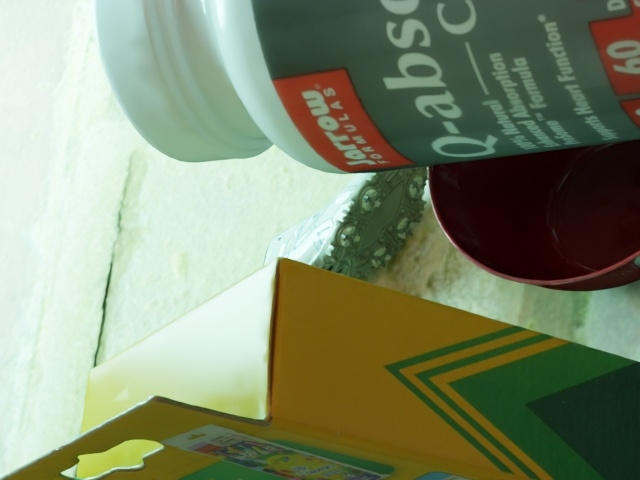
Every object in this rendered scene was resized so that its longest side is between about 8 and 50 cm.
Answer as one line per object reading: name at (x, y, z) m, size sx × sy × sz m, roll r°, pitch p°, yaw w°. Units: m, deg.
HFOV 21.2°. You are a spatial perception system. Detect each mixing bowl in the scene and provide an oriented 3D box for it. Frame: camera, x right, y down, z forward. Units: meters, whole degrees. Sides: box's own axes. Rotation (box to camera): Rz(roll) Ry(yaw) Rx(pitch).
mixing bowl at (0.167, -0.039, 1.040) m, size 0.181 × 0.098 × 0.181 m, roll -14°, pitch 59°, yaw 25°

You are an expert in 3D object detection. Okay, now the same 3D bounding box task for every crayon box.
crayon box at (0.020, 0.099, 0.852) m, size 0.203 × 0.322 × 0.083 m, roll -30°, pitch 50°, yaw 52°

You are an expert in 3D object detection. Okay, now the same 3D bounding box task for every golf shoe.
golf shoe at (0.000, 0.000, 1.144) m, size 0.086 × 0.069 × 0.176 m, roll 33°, pitch 85°, yaw 43°

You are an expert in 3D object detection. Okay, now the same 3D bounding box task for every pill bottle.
pill bottle at (0.068, -0.147, 0.960) m, size 0.362 × 0.210 × 0.210 m, roll -6°, pitch 64°, yaw 29°
